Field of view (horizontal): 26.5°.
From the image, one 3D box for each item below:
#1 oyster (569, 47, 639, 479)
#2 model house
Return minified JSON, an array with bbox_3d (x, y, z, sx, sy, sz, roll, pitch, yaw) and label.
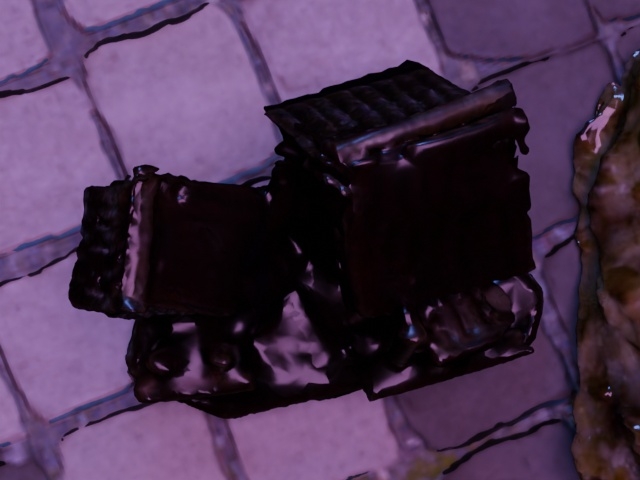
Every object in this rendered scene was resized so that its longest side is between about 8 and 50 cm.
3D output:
[{"bbox_3d":[0.221,-0.013,0.634,0.204,0.111,0.396,15,91,-2],"label":"oyster"},{"bbox_3d":[-0.002,0.011,0.582,0.203,0.164,0.141,-20,86,-3],"label":"model house"}]
